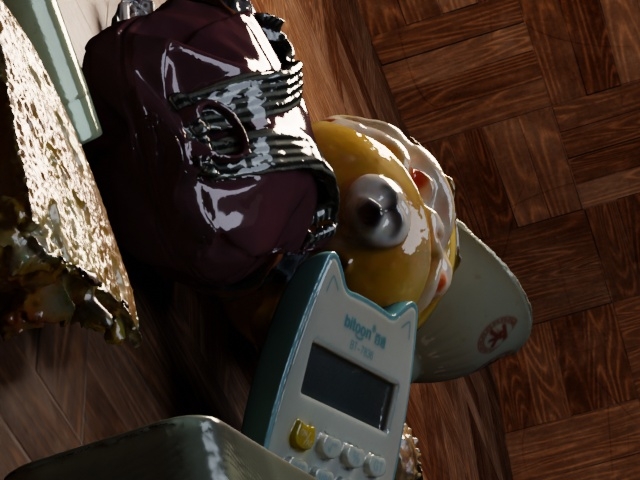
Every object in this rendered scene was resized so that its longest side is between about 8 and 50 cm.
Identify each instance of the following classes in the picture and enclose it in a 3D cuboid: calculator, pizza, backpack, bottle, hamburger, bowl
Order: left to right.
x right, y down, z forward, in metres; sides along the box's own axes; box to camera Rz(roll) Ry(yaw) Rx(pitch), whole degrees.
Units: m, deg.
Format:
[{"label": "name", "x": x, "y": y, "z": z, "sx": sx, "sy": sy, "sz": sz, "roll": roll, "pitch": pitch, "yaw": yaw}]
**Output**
[{"label": "bottle", "x": -0.229, "y": -0.163, "z": 1.329, "sx": 0.072, "sy": 0.072, "sz": 0.201, "roll": -69, "pitch": 142, "yaw": -74}, {"label": "pizza", "x": -0.206, "y": -0.026, "z": 1.199, "sx": 0.229, "sy": 0.081, "sz": 0.289, "roll": -100, "pitch": 170, "yaw": -65}, {"label": "backpack", "x": -0.101, "y": -0.086, "z": 1.548, "sx": 0.317, "sy": 0.197, "sz": 0.283, "roll": -10, "pitch": 86, "yaw": -79}, {"label": "calculator", "x": -0.003, "y": 0.219, "z": 1.630, "sx": 0.256, "sy": 0.054, "sz": 0.386, "roll": 32, "pitch": 64, "yaw": -57}, {"label": "hamburger", "x": 0.000, "y": 0.000, "z": 1.826, "sx": 0.237, "sy": 0.276, "sz": 0.276, "roll": 1, "pitch": 73, "yaw": -69}, {"label": "bowl", "x": 0.097, "y": 0.093, "z": 2.336, "sx": 0.157, "sy": 0.337, "sz": 0.337, "roll": -52, "pitch": 139, "yaw": -25}]

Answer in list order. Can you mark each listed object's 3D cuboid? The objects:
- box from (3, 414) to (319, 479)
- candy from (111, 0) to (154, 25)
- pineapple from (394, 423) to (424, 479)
[{"label": "box", "x": -0.061, "y": 0.325, "z": 1.198, "sx": 0.352, "sy": 0.177, "sz": 0.344, "roll": 47, "pitch": 25, "yaw": -68}, {"label": "candy", "x": -0.155, "y": -0.143, "z": 1.780, "sx": 0.094, "sy": 0.051, "sz": 0.226, "roll": -78, "pitch": 150, "yaw": -65}, {"label": "pineapple", "x": 0.047, "y": 0.242, "z": 2.047, "sx": 0.170, "sy": 0.141, "sz": 0.310, "roll": 44, "pitch": 5, "yaw": -4}]
